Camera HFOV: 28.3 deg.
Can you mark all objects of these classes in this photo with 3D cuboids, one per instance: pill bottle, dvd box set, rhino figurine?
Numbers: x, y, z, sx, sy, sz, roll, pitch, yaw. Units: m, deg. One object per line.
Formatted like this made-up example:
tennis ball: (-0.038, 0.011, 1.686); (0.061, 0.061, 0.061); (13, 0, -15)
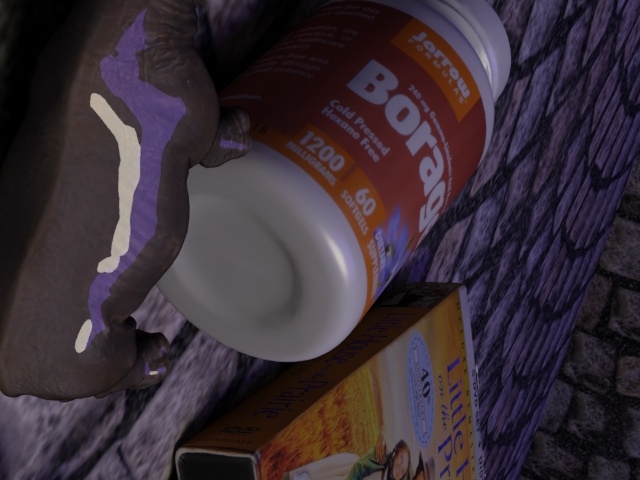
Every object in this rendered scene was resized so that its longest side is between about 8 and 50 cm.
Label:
pill bottle: (0.013, -0.049, 0.633); (0.216, 0.121, 0.121); (-49, 156, -42)
dvd box set: (0.035, 0.228, 0.969); (0.420, 0.062, 0.307); (-26, 113, -63)
rhino figurine: (-0.071, -0.048, 0.474); (0.106, 0.073, 0.243); (-21, 131, -70)

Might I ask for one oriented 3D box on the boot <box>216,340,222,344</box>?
boot: (0.000, 0.000, 0.724); (0.158, 0.085, 0.059); (-60, 163, -12)
